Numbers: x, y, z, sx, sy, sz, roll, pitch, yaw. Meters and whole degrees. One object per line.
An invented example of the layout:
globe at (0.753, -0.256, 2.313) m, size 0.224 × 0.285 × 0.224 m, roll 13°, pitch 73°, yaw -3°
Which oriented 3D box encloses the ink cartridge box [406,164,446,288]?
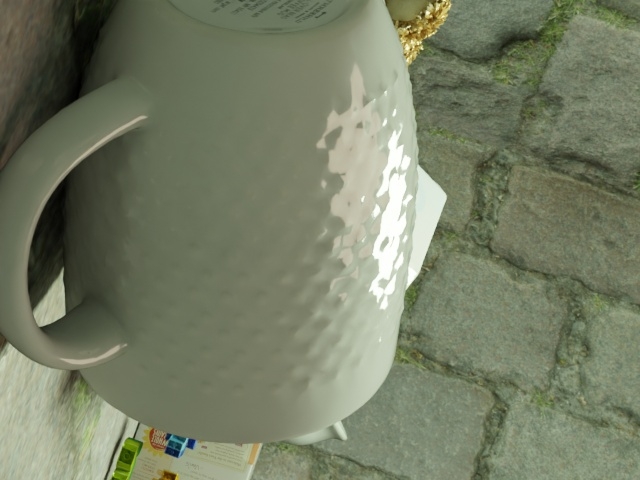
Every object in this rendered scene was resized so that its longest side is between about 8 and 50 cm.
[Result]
ink cartridge box at (0.000, 0.000, 2.063) m, size 0.091 × 0.308 × 0.385 m, roll -12°, pitch -134°, yaw 41°

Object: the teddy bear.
teddy bear at (0.060, -0.225, 1.877) m, size 0.338 × 0.113 × 0.245 m, roll -45°, pitch -157°, yaw 29°

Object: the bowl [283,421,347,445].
bowl at (-0.080, 0.203, 2.419) m, size 0.134 × 0.298 × 0.298 m, roll -27°, pitch 172°, yaw -1°

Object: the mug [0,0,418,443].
mug at (-0.093, -0.037, 1.174) m, size 0.374 × 0.276 × 0.328 m, roll -28°, pitch 138°, yaw -37°

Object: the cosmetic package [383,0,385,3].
cosmetic package at (-0.078, -0.059, 1.627) m, size 0.230 × 0.161 × 0.453 m, roll 41°, pitch 68°, yaw -85°

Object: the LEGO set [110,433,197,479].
LEGO set at (-0.206, 0.274, 1.912) m, size 0.093 × 0.087 × 0.227 m, roll -2°, pitch 111°, yaw -84°

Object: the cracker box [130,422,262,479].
cracker box at (-0.180, 0.328, 1.998) m, size 0.067 × 0.155 × 0.232 m, roll 74°, pitch 36°, yaw -83°
